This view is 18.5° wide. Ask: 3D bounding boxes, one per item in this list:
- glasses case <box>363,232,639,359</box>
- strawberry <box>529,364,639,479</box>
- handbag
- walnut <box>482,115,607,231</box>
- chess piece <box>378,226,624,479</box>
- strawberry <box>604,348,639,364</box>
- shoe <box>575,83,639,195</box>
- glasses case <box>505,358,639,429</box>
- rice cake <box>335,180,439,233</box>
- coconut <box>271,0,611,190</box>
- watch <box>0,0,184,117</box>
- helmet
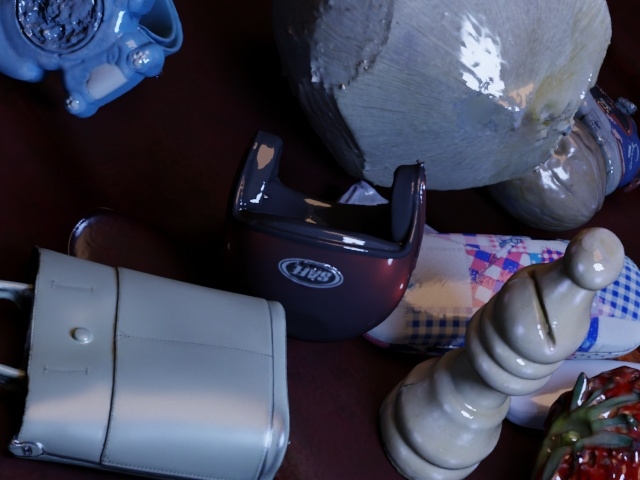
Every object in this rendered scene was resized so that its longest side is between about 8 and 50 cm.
[{"bbox_3d":[0.183,0.058,2.010,0.327,0.076,0.125,3,59,-14],"label":"glasses case"},{"bbox_3d":[0.300,0.231,1.906,0.201,0.184,0.187,48,-6,-24],"label":"strawberry"},{"bbox_3d":[-0.185,0.112,1.710,0.315,0.109,0.241,11,41,-13],"label":"handbag"},{"bbox_3d":[0.252,-0.086,2.240,0.162,0.140,0.140,37,34,14],"label":"walnut"},{"bbox_3d":[0.182,0.094,1.828,0.139,0.307,0.124,-3,53,-42],"label":"chess piece"},{"bbox_3d":[0.302,0.145,2.102,0.104,0.048,0.152,27,34,-10],"label":"strawberry"},{"bbox_3d":[0.341,-0.149,2.408,0.125,0.099,0.227,0,55,-31],"label":"shoe"},{"bbox_3d":[0.275,0.160,2.023,0.193,0.049,0.074,4,51,-13],"label":"glasses case"},{"bbox_3d":[0.130,0.026,2.081,0.270,0.049,0.055,32,58,-8],"label":"rice cake"},{"bbox_3d":[0.127,-0.218,2.082,0.346,0.346,0.360,14,33,-30],"label":"coconut"},{"bbox_3d":[-0.222,-0.229,1.969,0.211,0.211,0.193,42,18,5],"label":"watch"},{"bbox_3d":[0.000,0.000,1.869,0.189,0.193,0.216,13,14,0],"label":"helmet"}]
